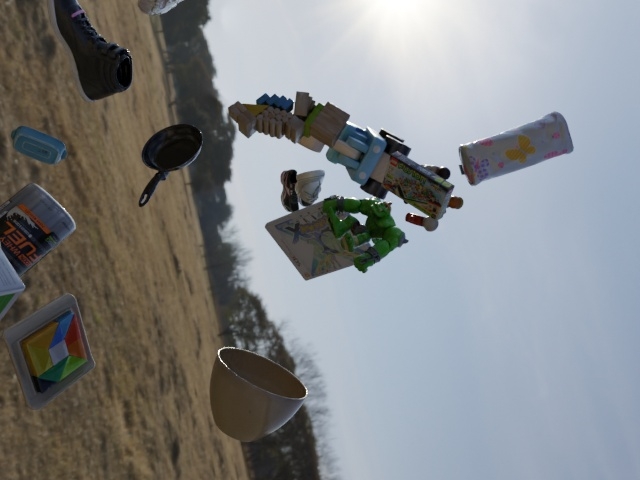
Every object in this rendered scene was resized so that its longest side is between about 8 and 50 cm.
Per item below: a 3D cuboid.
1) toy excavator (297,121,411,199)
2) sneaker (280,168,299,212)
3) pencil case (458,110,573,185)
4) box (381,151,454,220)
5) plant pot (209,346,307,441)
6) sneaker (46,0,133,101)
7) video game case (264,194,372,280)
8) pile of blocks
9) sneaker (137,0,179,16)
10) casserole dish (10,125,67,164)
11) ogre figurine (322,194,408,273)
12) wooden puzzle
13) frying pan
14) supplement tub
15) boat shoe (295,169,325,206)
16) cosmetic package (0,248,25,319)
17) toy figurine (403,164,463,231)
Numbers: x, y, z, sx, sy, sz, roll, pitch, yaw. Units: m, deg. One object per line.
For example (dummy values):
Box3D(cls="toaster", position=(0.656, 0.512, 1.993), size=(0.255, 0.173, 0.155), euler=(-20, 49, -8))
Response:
Box3D(cls="toy excavator", position=(0.090, -0.334, 2.151), size=(0.222, 0.446, 0.433), euler=(-63, -168, 16))
Box3D(cls="sneaker", position=(-0.112, -0.195, 2.307), size=(0.077, 0.072, 0.178), euler=(-19, -99, 56))
Box3D(cls="pencil case", position=(0.486, -0.230, 1.491), size=(0.124, 0.273, 0.113), euler=(-88, 158, -78))
Box3D(cls="box", position=(0.275, -0.157, 1.698), size=(0.207, 0.036, 0.114), euler=(36, -47, 28))
Box3D(cls="plant pot", position=(-0.204, 0.462, 1.709), size=(0.190, 0.284, 0.284), euler=(-64, -165, 4))
Box3D(cls="sneaker", position=(-0.546, -0.487, 1.437), size=(0.104, 0.147, 0.295), euler=(-65, 149, -56))
Box3D(cls="video game case", position=(0.000, 0.000, 2.253), size=(0.300, 0.329, 0.036), euler=(54, 32, -27))
Box3D(cls="pile of blocks", position=(-0.097, -0.369, 1.818), size=(0.112, 0.363, 0.148), euler=(105, -6, -71))
Box3D(cls="sneaker", position=(-0.475, -0.744, 1.788), size=(0.114, 0.152, 0.305), euler=(48, -7, -15))
Box3D(cls="casserole dish", position=(-0.991, -0.327, 2.078), size=(0.114, 0.189, 0.037), euler=(-48, -150, 36))
Box3D(cls="ogre figurine", position=(0.087, -0.027, 1.151), size=(0.197, 0.118, 0.096), euler=(-132, -152, -60))
Box3D(cls="wooden puzzle", position=(-0.704, 0.292, 1.566), size=(0.221, 0.044, 0.238), euler=(-42, 129, -53))
Box3D(cls="frying pan", position=(-0.441, -0.231, 1.779), size=(0.053, 0.198, 0.326), euler=(70, 6, -52))
Box3D(cls="supplement tub", position=(-0.903, -0.002, 1.741), size=(0.194, 0.316, 0.193), euler=(35, -22, 17))
Box3D(cls="boat shoe", position=(-0.026, -0.115, 1.351), size=(0.184, 0.066, 0.063), euler=(148, -69, -73))
Box3D(cls="cosmetic package", position=(-0.736, 0.106, 0.998), size=(0.155, 0.197, 0.366), euler=(52, 25, 12))
Box3D(cls="toy figurine", position=(0.395, -0.159, 2.141), size=(0.148, 0.210, 0.213), euler=(23, -37, 56))
